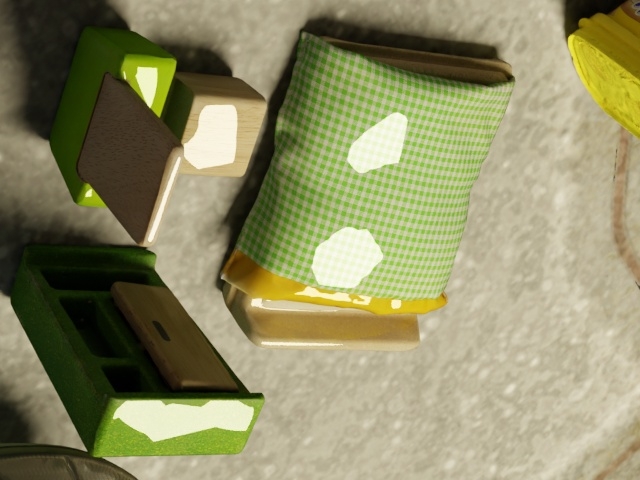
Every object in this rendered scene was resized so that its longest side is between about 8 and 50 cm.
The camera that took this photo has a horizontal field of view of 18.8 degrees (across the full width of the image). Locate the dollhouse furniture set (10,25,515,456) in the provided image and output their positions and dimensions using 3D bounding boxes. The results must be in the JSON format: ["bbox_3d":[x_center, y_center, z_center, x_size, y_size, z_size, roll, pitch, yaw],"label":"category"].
[{"bbox_3d":[0.000,0.000,1.115,0.301,0.151,0.197,3,120,-34],"label":"dollhouse furniture set"}]

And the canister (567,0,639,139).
[{"bbox_3d":[0.258,-0.133,1.201,0.170,0.126,0.073,-36,133,-8],"label":"canister"}]

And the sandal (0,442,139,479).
[{"bbox_3d":[-0.233,0.164,1.140,0.303,0.086,0.120,9,99,-17],"label":"sandal"}]
